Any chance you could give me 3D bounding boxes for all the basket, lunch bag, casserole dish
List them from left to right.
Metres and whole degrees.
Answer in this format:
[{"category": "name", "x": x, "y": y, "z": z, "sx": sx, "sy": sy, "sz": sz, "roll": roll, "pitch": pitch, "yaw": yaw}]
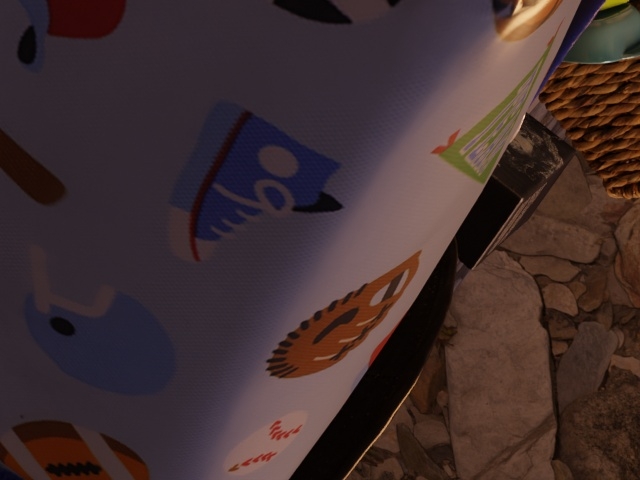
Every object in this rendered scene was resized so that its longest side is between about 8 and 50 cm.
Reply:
[{"category": "lunch bag", "x": -0.007, "y": -0.131, "z": 0.621, "sx": 0.328, "sy": 0.239, "sz": 0.385, "roll": -61, "pitch": -177, "yaw": 48}, {"category": "casserole dish", "x": 0.195, "y": -0.189, "z": 1.680, "sx": 0.114, "sy": 0.188, "sz": 0.037, "roll": -29, "pitch": 123, "yaw": -52}, {"category": "basket", "x": 0.384, "y": -0.198, "z": 1.995, "sx": 0.213, "sy": 0.223, "sz": 0.299, "roll": -50, "pitch": -161, "yaw": -28}]

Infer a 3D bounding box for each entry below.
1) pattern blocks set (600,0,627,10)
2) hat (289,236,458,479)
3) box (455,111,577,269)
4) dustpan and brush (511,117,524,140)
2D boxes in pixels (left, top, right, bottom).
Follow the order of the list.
[{"category": "pattern blocks set", "x": 0.271, "y": -0.323, "z": 1.582, "sx": 0.325, "sy": 0.026, "sz": 0.285, "roll": -16, "pitch": 131, "yaw": -51}, {"category": "hat", "x": -0.098, "y": 0.018, "z": 0.913, "sx": 0.331, "sy": 0.331, "sz": 0.134, "roll": -45, "pitch": 133, "yaw": -30}, {"category": "box", "x": 0.129, "y": -0.075, "z": 1.778, "sx": 0.093, "sy": 0.156, "sz": 0.158, "roll": -56, "pitch": 170, "yaw": 30}, {"category": "dustpan and brush", "x": 0.096, "y": -0.179, "z": 1.385, "sx": 0.060, "sy": 0.147, "sz": 0.211, "roll": -151, "pitch": -107, "yaw": -80}]
